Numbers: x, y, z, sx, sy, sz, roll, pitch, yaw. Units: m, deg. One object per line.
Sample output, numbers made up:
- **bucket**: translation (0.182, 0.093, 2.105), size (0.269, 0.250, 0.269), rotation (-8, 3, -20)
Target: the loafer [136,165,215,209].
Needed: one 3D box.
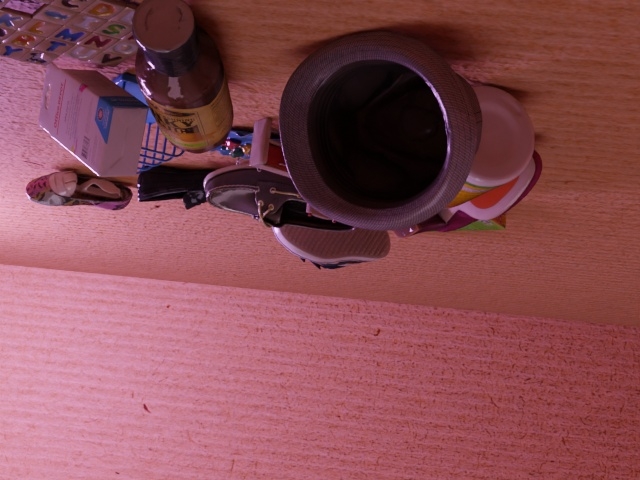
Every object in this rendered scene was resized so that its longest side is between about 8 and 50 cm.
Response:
- **loafer**: translation (-0.249, -0.097, 1.882), size (0.223, 0.078, 0.076), rotation (5, 169, 5)

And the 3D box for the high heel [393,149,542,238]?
- **high heel**: translation (0.279, -0.099, 1.625), size (0.181, 0.127, 0.377), rotation (-21, 180, -32)

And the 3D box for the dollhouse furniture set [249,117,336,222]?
- **dollhouse furniture set**: translation (-0.001, -0.114, 1.525), size (0.184, 0.129, 0.129), rotation (14, 166, -36)

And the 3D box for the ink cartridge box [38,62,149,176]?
- **ink cartridge box**: translation (-0.320, -0.173, 1.344), size (0.062, 0.104, 0.181), rotation (-7, -147, -44)

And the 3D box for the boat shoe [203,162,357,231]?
- **boat shoe**: translation (-0.070, -0.073, 1.798), size (0.305, 0.091, 0.109), rotation (5, 144, -1)

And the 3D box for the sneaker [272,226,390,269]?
- **sneaker**: translation (0.000, 0.000, 2.117), size (0.321, 0.126, 0.127), rotation (14, 161, -40)

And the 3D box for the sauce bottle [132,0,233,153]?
- **sauce bottle**: translation (-0.175, -0.206, 1.213), size (0.111, 0.111, 0.344), rotation (6, 168, 2)

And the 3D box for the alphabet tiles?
- **alphabet tiles**: translation (-0.322, -0.255, 1.165), size (0.237, 0.009, 0.198), rotation (6, 163, -43)

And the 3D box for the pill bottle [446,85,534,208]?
- **pill bottle**: translation (0.188, -0.120, 1.369), size (0.136, 0.136, 0.246), rotation (9, 168, -15)

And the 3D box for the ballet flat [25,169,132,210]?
- **ballet flat**: translation (-0.499, -0.109, 2.013), size (0.221, 0.077, 0.079), rotation (7, 152, -30)

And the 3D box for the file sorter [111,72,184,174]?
- **file sorter**: translation (-0.282, -0.170, 1.462), size (0.118, 0.104, 0.170), rotation (12, 167, -31)

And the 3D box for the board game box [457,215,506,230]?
- **board game box**: translation (0.239, -0.046, 1.988), size (0.259, 0.039, 0.124), rotation (-4, 165, 32)

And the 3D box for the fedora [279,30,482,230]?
- **fedora**: translation (0.092, -0.141, 1.208), size (0.275, 0.243, 0.124), rotation (-9, -172, 41)

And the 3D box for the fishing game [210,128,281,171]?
- **fishing game**: translation (-0.111, -0.148, 1.651), size (0.264, 0.041, 0.189), rotation (10, 171, -21)
